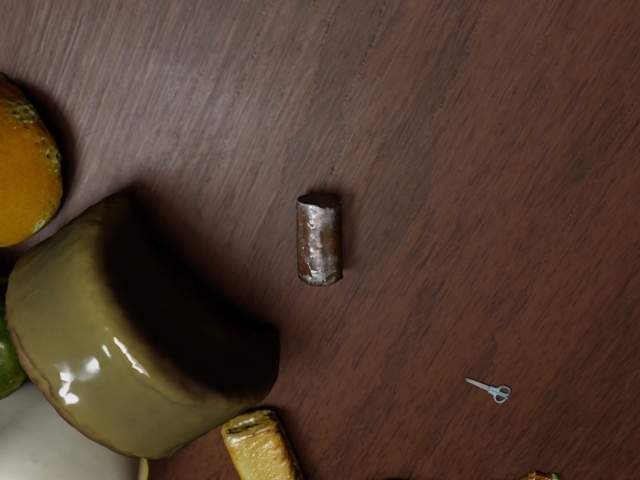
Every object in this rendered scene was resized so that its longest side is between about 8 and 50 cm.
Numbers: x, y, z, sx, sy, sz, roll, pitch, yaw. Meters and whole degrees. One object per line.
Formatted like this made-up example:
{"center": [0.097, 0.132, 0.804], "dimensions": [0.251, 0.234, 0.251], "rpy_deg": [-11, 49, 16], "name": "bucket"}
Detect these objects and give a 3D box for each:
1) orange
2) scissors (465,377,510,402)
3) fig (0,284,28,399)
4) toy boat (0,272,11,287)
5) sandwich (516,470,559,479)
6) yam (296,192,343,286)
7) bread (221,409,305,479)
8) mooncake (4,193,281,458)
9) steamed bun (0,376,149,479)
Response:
{"center": [-0.562, -0.103, 1.151], "dimensions": [0.335, 0.196, 0.262], "rpy_deg": [8, 126, -7], "name": "orange"}
{"center": [0.287, 0.255, 1.313], "dimensions": [0.083, 0.006, 0.036], "rpy_deg": [22, 114, -5], "name": "scissors"}
{"center": [-0.549, 0.133, 1.160], "dimensions": [0.195, 0.195, 0.244], "rpy_deg": [-26, 108, 14], "name": "fig"}
{"center": [-0.529, 0.116, 1.285], "dimensions": [0.188, 0.061, 0.116], "rpy_deg": [-18, 111, 11], "name": "toy boat"}
{"center": [0.370, 0.459, 1.379], "dimensions": [0.135, 0.029, 0.067], "rpy_deg": [-18, 111, 11], "name": "sandwich"}
{"center": [-0.001, 0.001, 1.192], "dimensions": [0.079, 0.079, 0.141], "rpy_deg": [1, 110, 4], "name": "yam"}
{"center": [-0.096, 0.401, 1.359], "dimensions": [0.114, 0.083, 0.210], "rpy_deg": [-16, 110, 5], "name": "bread"}
{"center": [-0.279, 0.133, 1.188], "dimensions": [0.246, 0.393, 0.394], "rpy_deg": [-37, 65, 16], "name": "mooncake"}
{"center": [-0.481, 0.395, 1.250], "dimensions": [0.374, 0.334, 0.334], "rpy_deg": [-43, 105, -9], "name": "steamed bun"}
